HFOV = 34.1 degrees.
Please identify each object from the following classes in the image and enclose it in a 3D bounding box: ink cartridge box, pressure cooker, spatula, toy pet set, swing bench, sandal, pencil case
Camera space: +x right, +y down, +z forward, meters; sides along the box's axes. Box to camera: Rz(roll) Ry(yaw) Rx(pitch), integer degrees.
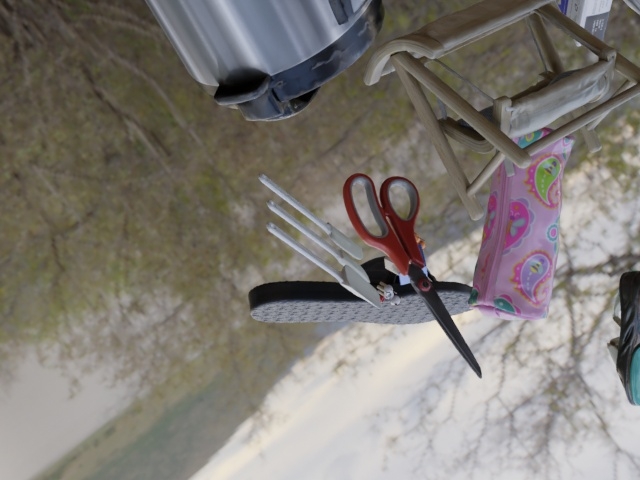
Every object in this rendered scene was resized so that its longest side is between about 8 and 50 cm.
[{"bbox_3d":[0.483,-0.580,2.073,0.069,0.371,0.176,-14,148,-4],"label":"ink cartridge box"},{"bbox_3d":[-0.095,-0.424,1.727,0.370,0.420,0.375,-35,-144,-8],"label":"pressure cooker"},{"bbox_3d":[0.000,0.000,1.596,0.019,0.242,0.168,-38,-146,21],"label":"spatula"},{"bbox_3d":[0.145,0.044,1.647,0.122,0.065,0.114,-55,159,-19],"label":"toy pet set"},{"bbox_3d":[0.239,-0.206,1.341,0.253,0.255,0.165,-29,166,-27],"label":"swing bench"},{"bbox_3d":[0.089,0.082,1.898,0.445,0.107,0.167,2,158,-19],"label":"sandal"},{"bbox_3d":[0.284,-0.028,1.487,0.124,0.124,0.284,-31,129,-89],"label":"pencil case"}]

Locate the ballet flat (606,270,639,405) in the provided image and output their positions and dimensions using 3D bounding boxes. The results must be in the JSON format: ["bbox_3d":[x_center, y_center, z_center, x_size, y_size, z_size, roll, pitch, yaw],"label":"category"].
[{"bbox_3d":[0.621,0.186,2.064,0.095,0.280,0.096,-10,-160,-30],"label":"ballet flat"}]

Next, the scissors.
[{"bbox_3d":[0.112,0.045,1.321,0.109,0.297,0.021,-9,162,-28],"label":"scissors"}]

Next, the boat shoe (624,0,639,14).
[{"bbox_3d":[0.446,-0.330,1.364,0.095,0.258,0.084,-42,-172,-8],"label":"boat shoe"}]
